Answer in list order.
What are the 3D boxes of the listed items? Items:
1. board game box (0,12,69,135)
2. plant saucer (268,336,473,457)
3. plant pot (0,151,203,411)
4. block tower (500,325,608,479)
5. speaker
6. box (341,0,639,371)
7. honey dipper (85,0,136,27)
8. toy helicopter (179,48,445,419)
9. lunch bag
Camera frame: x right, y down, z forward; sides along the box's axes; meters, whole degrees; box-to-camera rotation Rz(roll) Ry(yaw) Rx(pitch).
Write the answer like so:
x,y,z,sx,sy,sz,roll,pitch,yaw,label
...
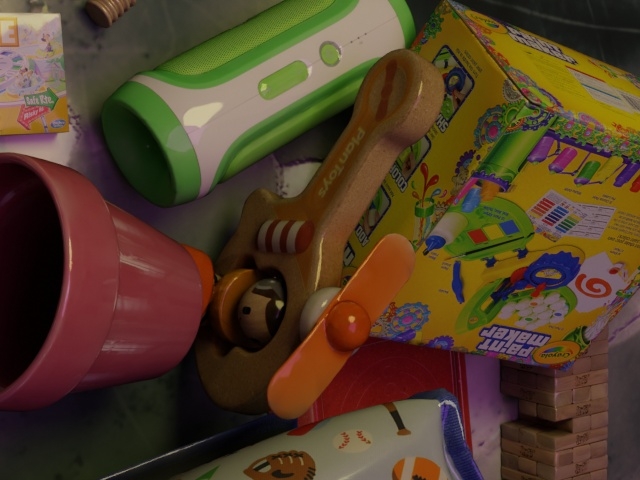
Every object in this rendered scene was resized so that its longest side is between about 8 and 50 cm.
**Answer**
x,y,z,sx,sy,sz,roll,pitch,yaw,label
-0.291,-0.138,0.959,0.154,0.026,0.103,-8,97,-34,board game box
0.068,0.191,1.217,0.259,0.048,0.258,-10,99,-35,plant saucer
-0.203,0.044,0.942,0.180,0.201,0.201,16,83,-50,plant pot
0.272,0.197,1.333,0.097,0.091,0.335,-5,96,-35,block tower
-0.051,-0.146,1.061,0.296,0.131,0.131,-34,111,-29,speaker
0.186,-0.040,1.128,0.290,0.177,0.279,14,123,-35,box
-0.150,-0.254,1.049,0.160,0.030,0.030,-48,117,-25,honey dipper
0.000,0.000,0.987,0.140,0.235,0.355,23,107,-34,toy helicopter
-0.079,0.281,0.924,0.328,0.385,0.238,-19,83,-32,lunch bag
